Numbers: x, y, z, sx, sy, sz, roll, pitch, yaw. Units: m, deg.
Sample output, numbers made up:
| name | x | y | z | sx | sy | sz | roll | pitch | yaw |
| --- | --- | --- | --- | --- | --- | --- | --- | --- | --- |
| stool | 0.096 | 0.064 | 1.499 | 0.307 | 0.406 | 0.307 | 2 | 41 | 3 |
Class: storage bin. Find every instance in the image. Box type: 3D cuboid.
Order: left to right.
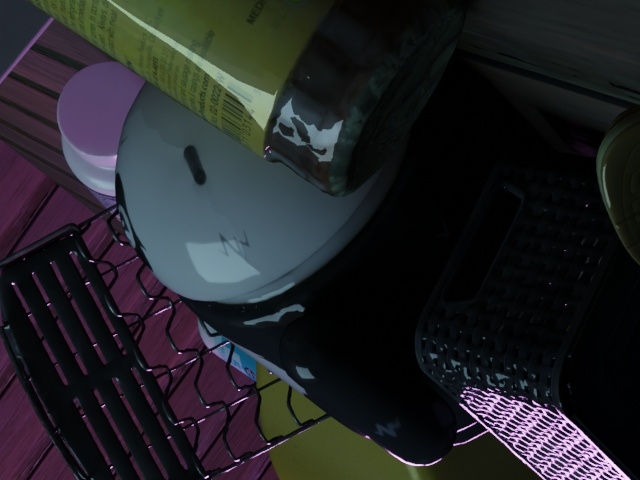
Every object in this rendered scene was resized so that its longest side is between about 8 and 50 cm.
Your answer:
| name | x | y | z | sx | sy | sz | roll | pitch | yaw |
| --- | --- | --- | --- | --- | --- | --- | --- | --- | --- |
| storage bin | 0.139 | 0.049 | 0.823 | 0.084 | 0.122 | 0.180 | 13 | 160 | 42 |

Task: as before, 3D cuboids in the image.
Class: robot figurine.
| name | x | y | z | sx | sy | sz | roll | pitch | yaw |
| --- | --- | --- | --- | --- | --- | --- | --- | --- | --- |
| robot figurine | 0.019 | -0.001 | 0.887 | 0.278 | 0.174 | 0.209 | 40 | 170 | -36 |

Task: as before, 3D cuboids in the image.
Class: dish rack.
| name | x | y | z | sx | sy | sz | roll | pitch | yaw |
| --- | --- | --- | --- | --- | --- | --- | --- | --- | --- |
| dish rack | -0.061 | 0.044 | 1.051 | 0.208 | 0.271 | 0.074 | 62 | -174 | -1 |

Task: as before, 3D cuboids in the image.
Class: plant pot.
| name | x | y | z | sx | sy | sz | roll | pitch | yaw |
| --- | --- | --- | --- | --- | --- | --- | --- | --- | --- |
| plant pot | 0.077 | 0.095 | 1.186 | 0.212 | 0.212 | 0.187 | 30 | 163 | 33 |

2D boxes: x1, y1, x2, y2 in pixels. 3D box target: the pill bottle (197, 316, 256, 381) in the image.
| name | x | y | z | sx | sy | sz | roll | pitch | yaw |
| --- | --- | --- | --- | --- | --- | --- | --- | --- | --- |
| pill bottle | 0.016 | 0.103 | 1.672 | 0.264 | 0.146 | 0.146 | 30 | 171 | 33 |

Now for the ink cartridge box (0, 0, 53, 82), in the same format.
| name | x | y | z | sx | sy | sz | roll | pitch | yaw |
| --- | --- | --- | --- | --- | --- | --- | --- | --- | --- |
| ink cartridge box | -0.299 | -0.124 | 1.140 | 0.117 | 0.278 | 0.201 | 42 | 170 | -27 |

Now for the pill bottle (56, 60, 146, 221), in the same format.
| name | x | y | z | sx | sy | sz | roll | pitch | yaw |
| --- | --- | --- | --- | --- | --- | --- | --- | --- | --- |
| pill bottle | -0.155 | -0.080 | 1.425 | 0.108 | 0.108 | 0.180 | 33 | 173 | 15 |

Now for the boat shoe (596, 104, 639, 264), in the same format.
| name | x | y | z | sx | sy | sz | roll | pitch | yaw |
| --- | --- | --- | --- | --- | --- | --- | --- | --- | --- |
| boat shoe | 0.155 | -0.013 | 0.704 | 0.153 | 0.056 | 0.048 | 35 | -155 | -39 |

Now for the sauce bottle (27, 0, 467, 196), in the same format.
| name | x | y | z | sx | sy | sz | roll | pitch | yaw |
| --- | --- | --- | --- | --- | --- | --- | --- | --- | --- |
| sauce bottle | -0.104 | -0.152 | 0.732 | 0.344 | 0.111 | 0.111 | 33 | 172 | 9 |
